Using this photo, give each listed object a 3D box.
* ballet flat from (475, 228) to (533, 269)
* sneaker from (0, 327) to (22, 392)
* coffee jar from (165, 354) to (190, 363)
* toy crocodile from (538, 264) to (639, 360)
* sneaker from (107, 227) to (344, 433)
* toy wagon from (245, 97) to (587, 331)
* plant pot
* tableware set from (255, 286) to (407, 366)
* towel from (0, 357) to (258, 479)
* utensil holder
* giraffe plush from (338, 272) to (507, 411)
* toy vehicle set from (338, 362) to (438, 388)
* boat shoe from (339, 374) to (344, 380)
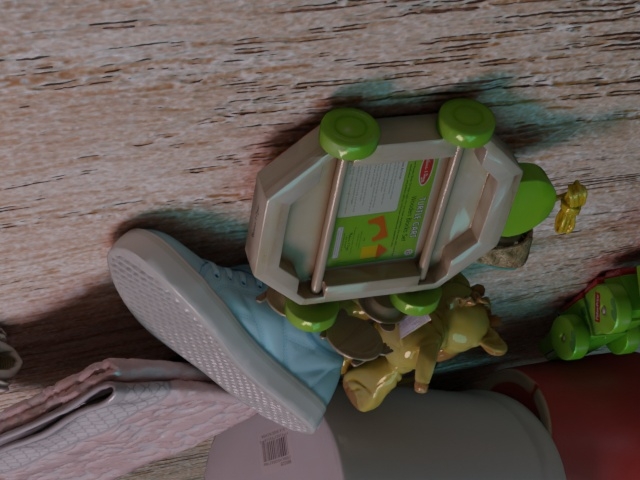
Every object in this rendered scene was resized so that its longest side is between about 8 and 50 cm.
[{"bbox_3d":[0.160,-0.008,1.557,0.206,0.073,0.067,1,127,-35],"label":"ballet flat"},{"bbox_3d":[-0.422,0.179,1.603,0.169,0.108,0.292,-11,156,3],"label":"sneaker"},{"bbox_3d":[-0.145,0.204,1.844,0.096,0.079,0.184,-20,157,24],"label":"coffee jar"},{"bbox_3d":[0.400,0.092,1.871,0.115,0.105,0.340,-5,161,-19],"label":"toy crocodile"},{"bbox_3d":[-0.094,0.069,1.526,0.135,0.150,0.366,8,151,38],"label":"sneaker"},{"bbox_3d":[0.099,-0.030,1.371,0.344,0.068,0.267,-7,139,-18],"label":"toy wagon"},{"bbox_3d":[0.366,0.291,2.009,0.243,0.275,0.275,7,150,-30],"label":"plant pot"},{"bbox_3d":[0.018,0.066,1.481,0.141,0.169,0.020,-40,159,-49],"label":"tableware set"},{"bbox_3d":[-0.257,0.229,1.649,0.332,0.053,0.317,-27,158,28],"label":"towel"},{"bbox_3d":[0.082,0.353,1.824,0.385,0.327,0.327,9,149,-38],"label":"utensil holder"},{"bbox_3d":[0.124,0.099,1.650,0.170,0.181,0.210,-10,177,-39],"label":"giraffe plush"},{"bbox_3d":[0.081,0.191,1.993,0.166,0.035,0.267,-8,157,-13],"label":"toy vehicle set"},{"bbox_3d":[-0.024,0.131,1.730,0.254,0.079,0.095,13,163,-43],"label":"boat shoe"}]
